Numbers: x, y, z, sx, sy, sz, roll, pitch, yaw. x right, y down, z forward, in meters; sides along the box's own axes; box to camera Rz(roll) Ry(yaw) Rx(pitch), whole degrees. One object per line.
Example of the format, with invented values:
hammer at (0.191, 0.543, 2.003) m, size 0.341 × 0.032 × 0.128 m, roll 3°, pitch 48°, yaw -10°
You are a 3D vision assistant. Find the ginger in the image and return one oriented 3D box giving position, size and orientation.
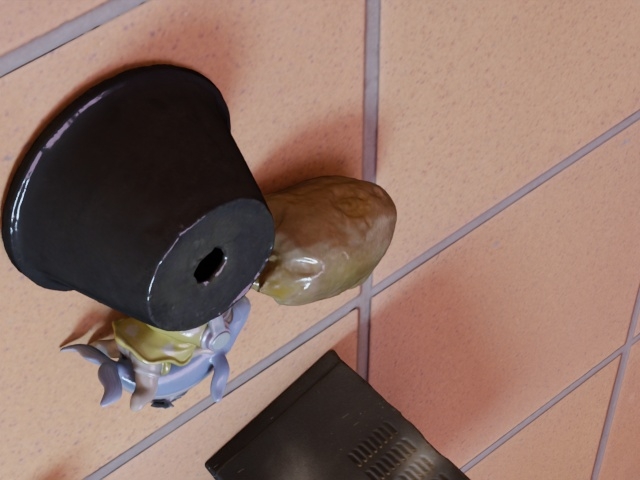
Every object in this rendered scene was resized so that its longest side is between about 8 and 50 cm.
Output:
ginger at (0.000, 0.000, 1.701) m, size 0.267 × 0.138 × 0.152 m, roll -5°, pitch 134°, yaw -56°

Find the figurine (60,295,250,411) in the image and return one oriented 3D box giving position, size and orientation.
figurine at (-0.165, 0.104, 1.622) m, size 0.208 × 0.128 × 0.184 m, roll -22°, pitch 139°, yaw -30°

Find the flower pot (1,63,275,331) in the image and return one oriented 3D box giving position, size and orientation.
flower pot at (-0.153, -0.020, 1.457) m, size 0.269 × 0.166 × 0.269 m, roll -30°, pitch 144°, yaw -25°

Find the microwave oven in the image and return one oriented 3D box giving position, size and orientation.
microwave oven at (0.086, 0.418, 2.069) m, size 0.236 × 0.374 × 0.432 m, roll -41°, pitch 144°, yaw -10°
